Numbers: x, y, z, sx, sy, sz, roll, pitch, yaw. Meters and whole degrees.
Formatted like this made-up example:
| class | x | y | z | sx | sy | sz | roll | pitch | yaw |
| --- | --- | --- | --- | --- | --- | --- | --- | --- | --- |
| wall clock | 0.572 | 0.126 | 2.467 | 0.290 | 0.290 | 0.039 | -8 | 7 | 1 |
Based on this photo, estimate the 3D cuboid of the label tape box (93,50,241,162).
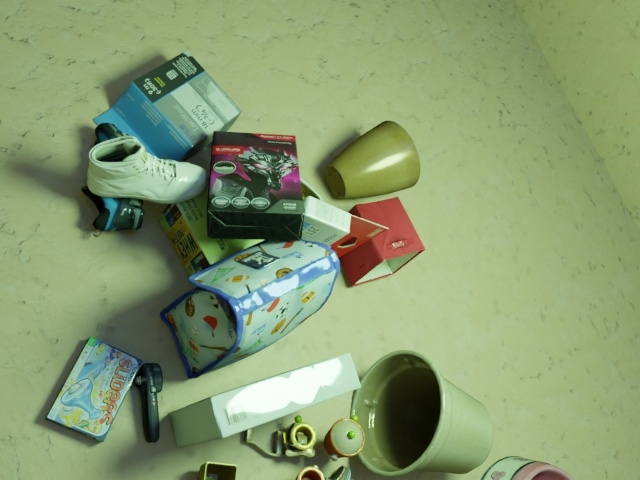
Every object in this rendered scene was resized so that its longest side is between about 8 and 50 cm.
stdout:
| class | x | y | z | sx | sy | sz | roll | pitch | yaw |
| --- | --- | --- | --- | --- | --- | --- | --- | --- | --- |
| label tape box | -0.420 | -0.353 | 1.728 | 0.241 | 0.106 | 0.334 | 47 | 52 | -6 |

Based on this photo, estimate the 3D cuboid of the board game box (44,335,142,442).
| class | x | y | z | sx | sy | sz | roll | pitch | yaw |
| --- | --- | --- | --- | --- | --- | --- | --- | --- | --- |
| board game box | -0.515 | 0.339 | 1.407 | 0.136 | 0.035 | 0.201 | 30 | 56 | -18 |

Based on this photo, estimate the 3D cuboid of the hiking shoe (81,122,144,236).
| class | x | y | z | sx | sy | sz | roll | pitch | yaw |
| --- | --- | --- | --- | --- | --- | --- | --- | --- | --- |
| hiking shoe | -0.544 | -0.166 | 1.562 | 0.132 | 0.113 | 0.304 | -11 | 72 | -30 |

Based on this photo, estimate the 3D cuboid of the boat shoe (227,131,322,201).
| class | x | y | z | sx | sy | sz | roll | pitch | yaw |
| --- | --- | --- | --- | --- | --- | --- | --- | --- | --- |
| boat shoe | -0.140 | -0.206 | 1.810 | 0.367 | 0.156 | 0.136 | 43 | 53 | -11 |

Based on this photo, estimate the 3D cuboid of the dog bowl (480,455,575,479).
| class | x | y | z | sx | sy | sz | roll | pitch | yaw |
| --- | --- | --- | --- | --- | --- | --- | --- | --- | --- |
| dog bowl | 0.666 | 0.866 | 1.867 | 0.407 | 0.150 | 0.408 | 14 | 62 | -27 |

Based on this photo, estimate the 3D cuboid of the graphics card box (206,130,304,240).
| class | x | y | z | sx | sy | sz | roll | pitch | yaw |
| --- | --- | --- | --- | --- | --- | --- | --- | --- | --- |
| graphics card box | -0.169 | -0.149 | 1.574 | 0.232 | 0.094 | 0.371 | 3 | 41 | -8 |

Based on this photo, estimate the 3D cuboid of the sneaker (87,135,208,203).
| class | x | y | z | sx | sy | sz | roll | pitch | yaw |
| --- | --- | --- | --- | --- | --- | --- | --- | --- | --- |
| sneaker | -0.404 | -0.169 | 1.469 | 0.292 | 0.169 | 0.108 | -3 | 69 | -20 |

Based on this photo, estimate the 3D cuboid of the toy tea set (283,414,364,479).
| class | x | y | z | sx | sy | sz | roll | pitch | yaw |
| --- | --- | --- | --- | --- | --- | --- | --- | --- | --- |
| toy tea set | 0.028 | 0.592 | 1.520 | 0.200 | 0.124 | 0.336 | 1 | 61 | -21 |

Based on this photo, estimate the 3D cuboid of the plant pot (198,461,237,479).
| class | x | y | z | sx | sy | sz | roll | pitch | yaw |
| --- | --- | --- | --- | --- | --- | --- | --- | --- | --- |
| plant pot | -0.252 | 0.569 | 1.445 | 0.081 | 0.083 | 0.082 | 17 | 62 | -26 |

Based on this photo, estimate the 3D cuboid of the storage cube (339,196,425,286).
| class | x | y | z | sx | sy | sz | roll | pitch | yaw |
| --- | --- | --- | --- | --- | --- | --- | --- | --- | --- |
| storage cube | 0.166 | 0.003 | 1.889 | 0.183 | 0.215 | 0.193 | -13 | 71 | -35 |

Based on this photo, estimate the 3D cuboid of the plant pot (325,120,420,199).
| class | x | y | z | sx | sy | sz | roll | pitch | yaw |
| --- | --- | --- | --- | --- | --- | --- | --- | --- | --- |
| plant pot | 0.151 | -0.234 | 1.992 | 0.254 | 0.237 | 0.237 | -26 | 85 | -22 |

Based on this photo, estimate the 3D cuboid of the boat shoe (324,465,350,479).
| class | x | y | z | sx | sy | sz | roll | pitch | yaw |
| --- | --- | --- | --- | --- | --- | --- | --- | --- | --- |
| boat shoe | 0.009 | 0.647 | 1.591 | 0.066 | 0.066 | 0.183 | 50 | 52 | -3 |

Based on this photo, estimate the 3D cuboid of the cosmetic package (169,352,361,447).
| class | x | y | z | sx | sy | sz | roll | pitch | yaw |
| --- | --- | --- | --- | --- | --- | --- | --- | --- | --- |
| cosmetic package | -0.136 | 0.384 | 1.476 | 0.377 | 0.284 | 0.097 | -10 | 74 | -36 |

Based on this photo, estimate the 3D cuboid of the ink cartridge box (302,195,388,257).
| class | x | y | z | sx | sy | sz | roll | pitch | yaw |
| --- | --- | --- | --- | --- | --- | --- | --- | --- | --- |
| ink cartridge box | 0.000 | 0.000 | 1.722 | 0.261 | 0.296 | 0.066 | 21 | 61 | -24 |

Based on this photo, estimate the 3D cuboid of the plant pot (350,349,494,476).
| class | x | y | z | sx | sy | sz | roll | pitch | yaw |
| --- | --- | --- | --- | --- | --- | --- | --- | --- | --- |
| plant pot | 0.304 | 0.511 | 1.713 | 0.305 | 0.333 | 0.334 | 29 | 56 | -34 |

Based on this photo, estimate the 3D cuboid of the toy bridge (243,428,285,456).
| class | x | y | z | sx | sy | sz | roll | pitch | yaw |
| --- | --- | --- | --- | --- | --- | --- | --- | --- | --- |
| toy bridge | -0.110 | 0.527 | 1.592 | 0.188 | 0.026 | 0.063 | 15 | 64 | -27 |

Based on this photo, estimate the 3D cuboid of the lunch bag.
| class | x | y | z | sx | sy | sz | roll | pitch | yaw |
| --- | --- | --- | --- | --- | --- | --- | --- | --- | --- |
| lunch bag | -0.166 | 0.146 | 1.497 | 0.327 | 0.385 | 0.239 | -26 | 85 | -37 |

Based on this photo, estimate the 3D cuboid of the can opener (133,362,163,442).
| class | x | y | z | sx | sy | sz | roll | pitch | yaw |
| --- | --- | --- | --- | --- | --- | --- | --- | --- | --- |
| can opener | -0.400 | 0.381 | 1.448 | 0.073 | 0.059 | 0.186 | 4 | 67 | -32 |

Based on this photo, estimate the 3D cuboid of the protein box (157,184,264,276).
| class | x | y | z | sx | sy | sz | roll | pitch | yaw |
| --- | --- | --- | --- | --- | --- | --- | --- | --- | --- |
| protein box | -0.287 | -0.034 | 1.653 | 0.201 | 0.136 | 0.200 | -27 | 85 | -38 |
